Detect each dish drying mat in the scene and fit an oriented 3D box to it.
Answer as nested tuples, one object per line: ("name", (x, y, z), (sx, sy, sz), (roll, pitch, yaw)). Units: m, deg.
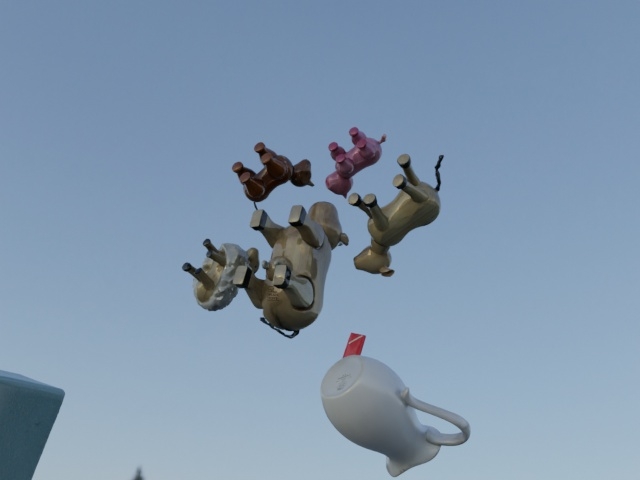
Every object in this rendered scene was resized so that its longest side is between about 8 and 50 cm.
("dish drying mat", (0.057, 0.209, 1.552), (0.032, 0.083, 0.008), (11, -24, 21))

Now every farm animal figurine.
("farm animal figurine", (0.000, 0.000, 1.272), (0.330, 0.327, 0.172), (14, -22, 39))

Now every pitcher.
("pitcher", (0.114, 0.264, 1.314), (0.178, 0.125, 0.207), (-26, -61, 31))

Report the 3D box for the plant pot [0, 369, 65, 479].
("plant pot", (-0.735, 0.376, 1.764), (0.248, 0.247, 0.252), (3, -20, 46))
